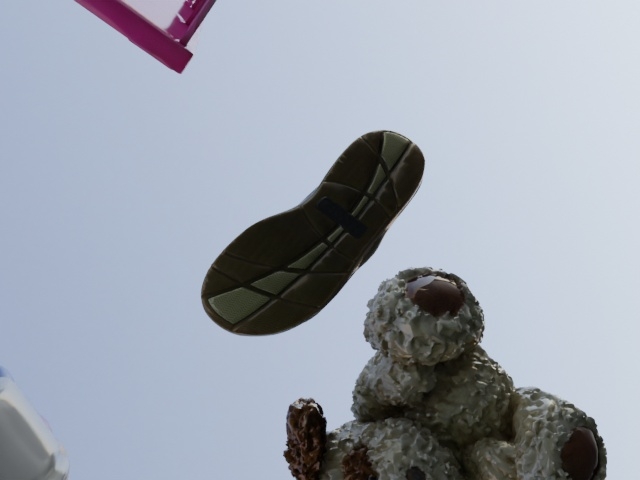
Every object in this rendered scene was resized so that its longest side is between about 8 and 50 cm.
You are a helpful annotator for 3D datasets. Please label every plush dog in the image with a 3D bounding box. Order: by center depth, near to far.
[{"bbox_3d":[0.079,0.185,1.136,0.262,0.210,0.225,48,-112,-3],"label":"plush dog"}]

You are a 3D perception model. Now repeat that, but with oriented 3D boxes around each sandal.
[{"bbox_3d":[0.000,0.000,0.852,0.180,0.072,0.049,-45,-13,-18],"label":"sandal"}]

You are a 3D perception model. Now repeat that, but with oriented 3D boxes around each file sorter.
[{"bbox_3d":[-0.133,-0.292,1.020,0.202,0.182,0.291,34,-164,-13],"label":"file sorter"}]

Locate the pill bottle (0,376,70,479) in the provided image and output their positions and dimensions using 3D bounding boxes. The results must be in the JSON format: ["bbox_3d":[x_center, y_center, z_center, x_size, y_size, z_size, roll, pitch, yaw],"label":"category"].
[{"bbox_3d":[-0.137,0.268,0.703,0.361,0.204,0.204,57,-139,-7],"label":"pill bottle"}]

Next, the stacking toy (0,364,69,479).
[{"bbox_3d":[-0.357,0.121,1.205,0.141,0.141,0.330,-51,-47,-43],"label":"stacking toy"}]
